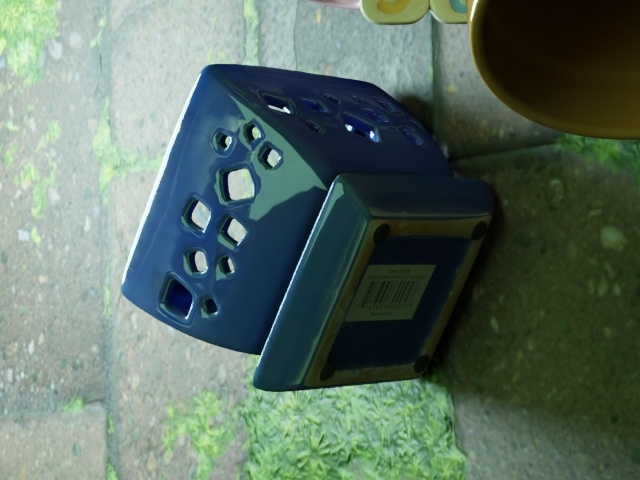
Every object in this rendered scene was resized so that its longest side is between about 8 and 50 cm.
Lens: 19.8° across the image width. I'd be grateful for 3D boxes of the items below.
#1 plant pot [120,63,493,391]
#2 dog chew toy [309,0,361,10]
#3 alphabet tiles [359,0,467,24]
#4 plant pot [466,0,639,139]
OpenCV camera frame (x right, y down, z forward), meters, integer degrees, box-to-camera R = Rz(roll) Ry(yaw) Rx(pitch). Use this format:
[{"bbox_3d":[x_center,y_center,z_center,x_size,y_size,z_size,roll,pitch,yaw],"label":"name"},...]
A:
[{"bbox_3d":[0.000,0.000,1.600,0.212,0.236,0.236,38,114,36],"label":"plant pot"},{"bbox_3d":[0.038,-0.376,1.610,0.206,0.206,0.332,10,87,47],"label":"dog chew toy"},{"bbox_3d":[0.111,-0.315,1.497,0.021,0.284,0.278,111,158,-84],"label":"alphabet tiles"},{"bbox_3d":[0.242,-0.239,1.336,0.291,0.291,0.203,-37,45,40],"label":"plant pot"}]
